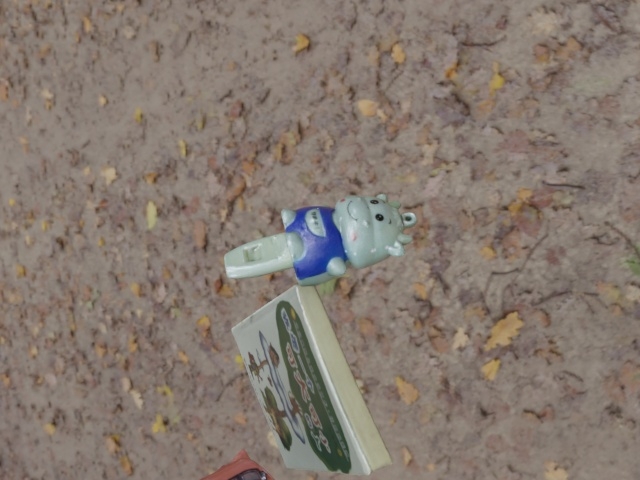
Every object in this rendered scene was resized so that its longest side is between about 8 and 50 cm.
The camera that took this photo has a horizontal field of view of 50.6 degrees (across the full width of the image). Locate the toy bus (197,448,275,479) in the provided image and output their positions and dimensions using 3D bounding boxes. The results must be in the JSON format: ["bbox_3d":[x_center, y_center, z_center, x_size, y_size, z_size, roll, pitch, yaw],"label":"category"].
[{"bbox_3d":[-0.269,0.636,1.427,0.233,0.427,0.203,56,137,19],"label":"toy bus"}]

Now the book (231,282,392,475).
[{"bbox_3d":[-0.038,0.220,1.017,0.260,0.043,0.371,66,155,8],"label":"book"}]

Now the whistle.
[{"bbox_3d":[0.000,0.000,0.833,0.092,0.244,0.110,76,-178,-54],"label":"whistle"}]
